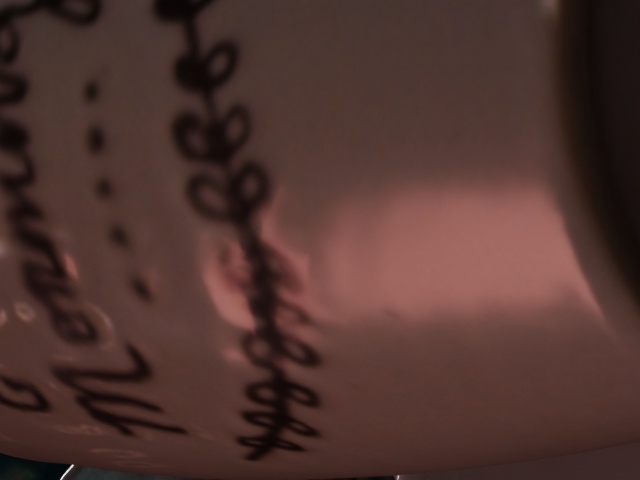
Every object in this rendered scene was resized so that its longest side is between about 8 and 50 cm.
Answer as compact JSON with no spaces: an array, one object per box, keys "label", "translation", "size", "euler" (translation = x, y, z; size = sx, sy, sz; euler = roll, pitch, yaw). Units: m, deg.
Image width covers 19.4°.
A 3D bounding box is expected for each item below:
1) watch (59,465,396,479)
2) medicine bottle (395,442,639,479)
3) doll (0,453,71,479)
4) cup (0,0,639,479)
[{"label":"watch","translation":[-0.008,0.183,0.958],"size":[0.241,0.162,0.253],"euler":[44,-161,-41]},{"label":"medicine bottle","translation":[0.117,0.157,0.757],"size":[0.165,0.165,0.273],"euler":[26,162,21]},{"label":"doll","translation":[-0.181,0.150,1.225],"size":[0.198,0.186,0.322],"euler":[34,162,28]},{"label":"cup","translation":[-0.003,-0.067,0.430],"size":[0.234,0.186,0.258],"euler":[-3,113,49]}]
